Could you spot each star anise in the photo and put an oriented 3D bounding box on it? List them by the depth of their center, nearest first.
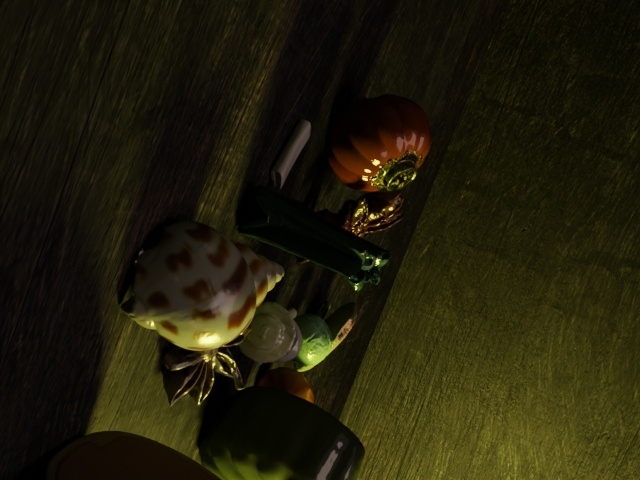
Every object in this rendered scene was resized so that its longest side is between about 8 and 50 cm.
[{"bbox_3d":[-0.187,0.175,1.714,0.230,0.081,0.262,-64,157,-19],"label":"star anise"},{"bbox_3d":[0.055,-0.028,2.190,0.288,0.088,0.288,-26,170,-5],"label":"star anise"}]

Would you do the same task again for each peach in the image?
[{"bbox_3d":[-0.086,0.351,2.365,0.138,0.138,0.138,22,90,-78],"label":"peach"}]

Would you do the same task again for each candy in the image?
[{"bbox_3d":[-0.012,0.207,2.556,0.440,0.119,0.119,-49,160,-79],"label":"candy"}]

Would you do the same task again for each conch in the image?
[{"bbox_3d":[-0.156,0.066,1.486,0.275,0.149,0.182,-40,154,-61],"label":"conch"}]

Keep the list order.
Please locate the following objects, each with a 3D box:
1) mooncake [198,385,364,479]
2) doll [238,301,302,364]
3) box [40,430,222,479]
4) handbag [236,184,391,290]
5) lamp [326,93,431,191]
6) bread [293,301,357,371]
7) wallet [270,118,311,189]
[{"bbox_3d":[-0.078,0.451,2.093,0.187,0.351,0.351,-57,165,-29],"label":"mooncake"},{"bbox_3d":[-0.098,0.189,2.083,0.138,0.119,0.293,-51,172,-3],"label":"doll"},{"bbox_3d":[-0.263,0.422,1.394,0.216,0.301,0.301,-63,170,16],"label":"box"},{"bbox_3d":[-0.001,0.000,1.851,0.089,0.239,0.326,-63,169,3],"label":"handbag"},{"bbox_3d":[0.119,-0.198,2.117,0.223,0.196,0.223,-25,157,-11],"label":"lamp"},{"bbox_3d":[0.017,0.244,2.618,0.228,0.033,0.228,-47,-172,8],"label":"bread"},{"bbox_3d":[-0.052,-0.154,1.854,0.061,0.025,0.122,84,30,-62],"label":"wallet"}]
